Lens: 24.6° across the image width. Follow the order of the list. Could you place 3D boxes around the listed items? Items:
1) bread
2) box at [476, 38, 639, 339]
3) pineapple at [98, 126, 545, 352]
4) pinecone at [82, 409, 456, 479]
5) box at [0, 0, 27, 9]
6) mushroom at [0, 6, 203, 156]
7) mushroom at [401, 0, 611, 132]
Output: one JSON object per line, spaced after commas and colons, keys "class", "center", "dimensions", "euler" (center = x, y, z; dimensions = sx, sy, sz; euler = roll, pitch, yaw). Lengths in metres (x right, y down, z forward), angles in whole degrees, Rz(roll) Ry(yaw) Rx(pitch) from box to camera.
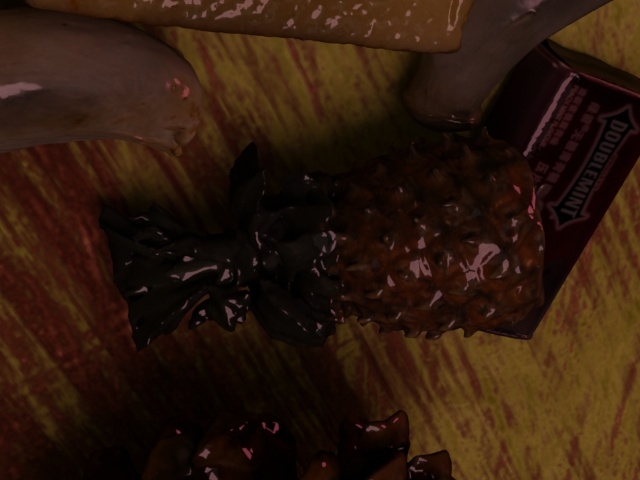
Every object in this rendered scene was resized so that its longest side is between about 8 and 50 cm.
{"class": "bread", "center": [-0.046, -0.203, 0.876], "dimensions": [0.274, 0.185, 0.114], "euler": [5, 124, -23]}
{"class": "box", "center": [0.164, -0.037, 1.141], "dimensions": [0.120, 0.069, 0.224], "euler": [17, 113, -29]}
{"class": "pineapple", "center": [0.000, 0.000, 1.036], "dimensions": [0.310, 0.141, 0.170], "euler": [-6, 130, 3]}
{"class": "pinecone", "center": [-0.074, 0.279, 1.110], "dimensions": [0.384, 0.384, 0.384], "euler": [-10, 125, -15]}
{"class": "box", "center": [-0.237, -0.153, 0.931], "dimensions": [0.089, 0.022, 0.156], "euler": [31, 107, -35]}
{"class": "mushroom", "center": [-0.245, -0.087, 0.905], "dimensions": [0.351, 0.095, 0.123], "euler": [-5, 143, -17]}
{"class": "mushroom", "center": [0.151, -0.185, 1.023], "dimensions": [0.270, 0.103, 0.118], "euler": [-40, 137, 15]}
